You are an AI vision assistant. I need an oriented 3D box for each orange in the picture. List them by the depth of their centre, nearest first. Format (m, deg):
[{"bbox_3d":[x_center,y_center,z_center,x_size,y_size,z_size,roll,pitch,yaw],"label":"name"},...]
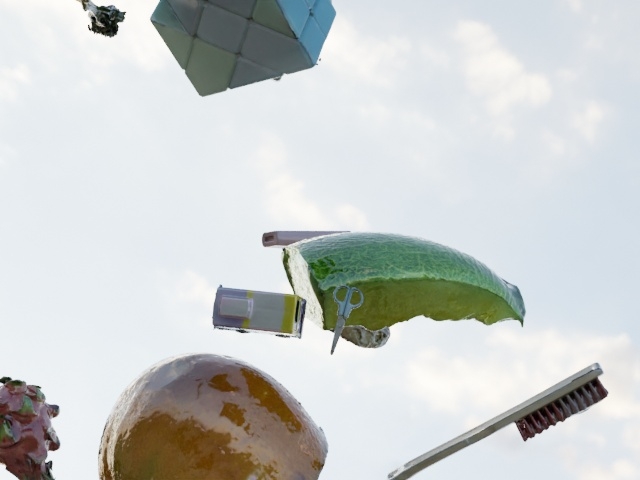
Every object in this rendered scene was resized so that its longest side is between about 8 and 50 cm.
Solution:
[{"bbox_3d":[-0.145,0.266,1.515,0.310,0.274,0.274,41,-27,29],"label":"orange"}]

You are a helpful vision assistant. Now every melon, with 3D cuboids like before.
[{"bbox_3d":[0.121,0.052,1.573,0.323,0.196,0.124,0,-75,-15],"label":"melon"}]

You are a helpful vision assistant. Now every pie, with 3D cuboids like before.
[{"bbox_3d":[0.038,0.120,2.073,0.195,0.195,0.046,32,-72,-5],"label":"pie"}]

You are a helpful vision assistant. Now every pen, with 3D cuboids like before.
[{"bbox_3d":[0.000,0.000,1.839,0.197,0.032,0.053,3,-9,-40],"label":"pen"}]

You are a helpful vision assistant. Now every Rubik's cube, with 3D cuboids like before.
[{"bbox_3d":[-0.082,-0.320,1.512,0.224,0.213,0.265,-10,-50,27],"label":"Rubik's cube"}]

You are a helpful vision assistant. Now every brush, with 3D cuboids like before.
[{"bbox_3d":[0.232,0.255,1.562,0.321,0.060,0.050,-29,-90,9],"label":"brush"}]

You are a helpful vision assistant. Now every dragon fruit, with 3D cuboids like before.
[{"bbox_3d":[-0.509,0.346,2.007,0.137,0.135,0.235,-7,-84,23],"label":"dragon fruit"}]

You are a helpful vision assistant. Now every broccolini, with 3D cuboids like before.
[{"bbox_3d":[-0.273,-0.277,1.367,0.042,0.044,0.218,30,-1,10],"label":"broccolini"}]

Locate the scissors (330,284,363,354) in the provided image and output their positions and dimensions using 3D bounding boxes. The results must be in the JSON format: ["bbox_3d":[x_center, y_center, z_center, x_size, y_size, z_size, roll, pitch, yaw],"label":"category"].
[{"bbox_3d":[0.024,0.093,1.379,0.036,0.083,0.006,16,1,8],"label":"scissors"}]

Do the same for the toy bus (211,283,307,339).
[{"bbox_3d":[-0.072,0.081,1.335,0.102,0.052,0.058,5,-10,12],"label":"toy bus"}]
